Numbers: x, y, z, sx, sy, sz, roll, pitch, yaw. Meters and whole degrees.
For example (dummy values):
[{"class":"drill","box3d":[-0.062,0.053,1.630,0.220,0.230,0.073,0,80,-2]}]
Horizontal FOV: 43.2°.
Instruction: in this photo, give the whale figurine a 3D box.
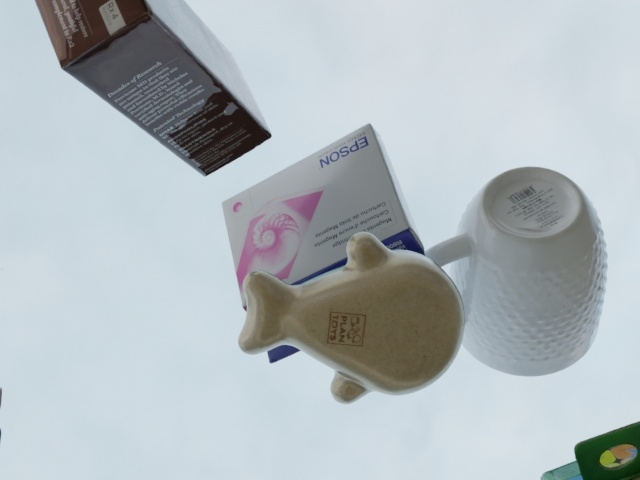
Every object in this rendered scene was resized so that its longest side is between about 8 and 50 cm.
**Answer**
[{"class":"whale figurine","box3d":[0.036,0.091,0.998,0.272,0.141,0.216,3,-79,-6]}]

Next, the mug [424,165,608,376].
[{"class":"mug","box3d":[0.321,0.055,1.429,0.374,0.276,0.328,-17,-41,-3]}]

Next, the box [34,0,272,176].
[{"class":"box","box3d":[-0.226,-0.254,1.139,0.143,0.381,0.191,-30,-114,8]}]

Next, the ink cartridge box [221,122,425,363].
[{"class":"ink cartridge box","box3d":[0.000,0.000,1.400,0.324,0.330,0.071,-27,-36,15]}]

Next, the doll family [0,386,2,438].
[{"class":"doll family","box3d":[-0.554,0.219,1.144,0.163,0.263,0.118,9,-94,-32]}]

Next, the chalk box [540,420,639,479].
[{"class":"chalk box","box3d":[0.377,0.342,0.930,0.180,0.179,0.288,-21,-85,7]}]
